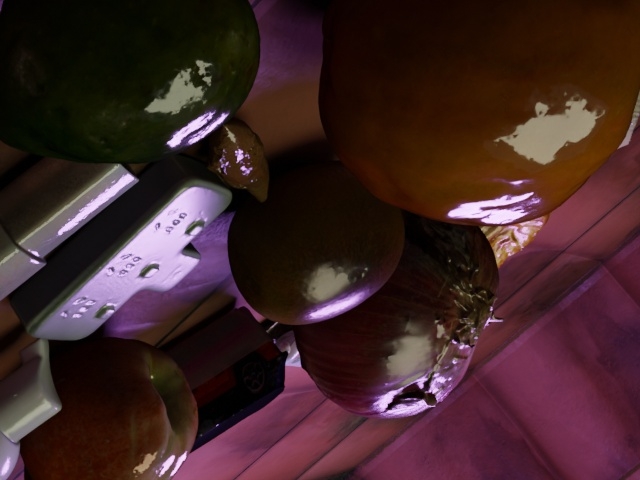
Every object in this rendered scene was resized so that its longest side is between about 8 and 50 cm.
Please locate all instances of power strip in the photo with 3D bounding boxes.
[{"bbox_3d":[-0.209,0.016,1.399,0.265,0.059,0.193,-42,161,12],"label":"power strip"}]

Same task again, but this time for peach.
[{"bbox_3d":[-0.287,0.252,1.582,0.256,0.232,0.232,-34,164,21],"label":"peach"},{"bbox_3d":[0.148,-0.177,1.209,0.301,0.343,0.343,10,153,-2],"label":"peach"}]

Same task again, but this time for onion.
[{"bbox_3d":[0.118,0.098,1.815,0.353,0.353,0.353,-33,162,-13],"label":"onion"}]

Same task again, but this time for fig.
[{"bbox_3d":[-0.164,-0.131,0.932,0.245,0.195,0.195,-38,164,27],"label":"fig"}]

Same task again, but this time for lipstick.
[{"bbox_3d":[-0.293,-0.008,1.154,0.253,0.079,0.077,-39,161,2],"label":"lipstick"}]

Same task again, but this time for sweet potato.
[{"bbox_3d":[-0.091,-0.089,1.361,0.068,0.060,0.206,-27,156,4],"label":"sweet potato"}]

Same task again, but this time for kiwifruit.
[{"bbox_3d":[0.000,0.000,1.539,0.234,0.196,0.196,-21,156,-36],"label":"kiwifruit"}]

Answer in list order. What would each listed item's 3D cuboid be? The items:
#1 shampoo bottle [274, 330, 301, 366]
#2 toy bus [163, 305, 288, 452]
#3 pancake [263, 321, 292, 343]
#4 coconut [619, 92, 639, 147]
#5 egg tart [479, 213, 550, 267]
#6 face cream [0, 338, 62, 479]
[{"bbox_3d":[-0.041,0.180,2.039,0.072,0.043,0.099,-43,160,13],"label":"shampoo bottle"},{"bbox_3d":[-0.195,0.232,1.810,0.302,0.147,0.127,-30,161,-16],"label":"toy bus"},{"bbox_3d":[-0.069,0.154,2.048,0.288,0.033,0.286,-43,160,14],"label":"pancake"},{"bbox_3d":[0.287,-0.211,1.484,0.245,0.245,0.247,-44,155,21],"label":"coconut"},{"bbox_3d":[0.279,-0.019,2.145,0.295,0.116,0.295,-33,159,-14],"label":"egg tart"},{"bbox_3d":[-0.444,0.258,1.411,0.369,0.145,0.145,-36,162,-3],"label":"face cream"}]
